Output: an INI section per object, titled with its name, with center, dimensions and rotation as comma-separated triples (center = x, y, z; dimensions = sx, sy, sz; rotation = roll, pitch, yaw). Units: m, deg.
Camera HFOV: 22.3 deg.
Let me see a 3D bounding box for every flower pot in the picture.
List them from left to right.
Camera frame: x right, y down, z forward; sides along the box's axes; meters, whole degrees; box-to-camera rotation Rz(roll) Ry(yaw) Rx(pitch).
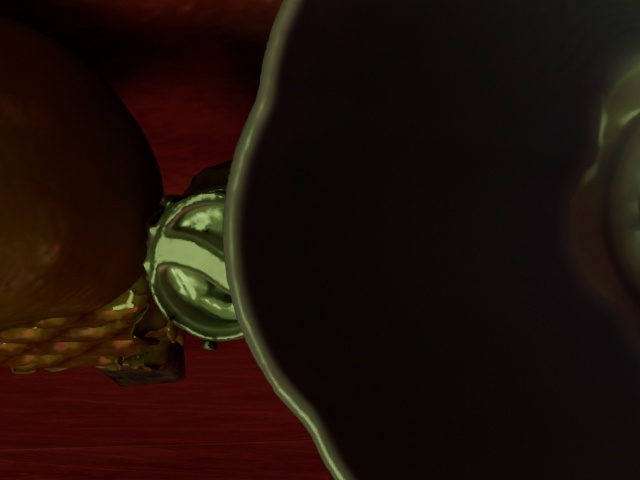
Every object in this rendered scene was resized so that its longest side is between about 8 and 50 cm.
[flower pot]
center = 0.139, -0.010, 0.642
dimensions = 0.265, 0.265, 0.243
rotation = -12, 173, 33

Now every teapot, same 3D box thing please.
[teapot]
center = 0.000, 0.000, 0.781
dimensions = 0.107, 0.077, 0.200
rotation = 17, -164, 16

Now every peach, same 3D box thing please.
[peach]
center = -0.195, -0.016, 0.733
dimensions = 0.251, 0.153, 0.251
rotation = 2, 169, 0

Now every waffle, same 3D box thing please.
[waffle]
center = -0.242, 0.050, 1.121
dimensions = 0.302, 0.068, 0.325
rotation = -5, 166, 13

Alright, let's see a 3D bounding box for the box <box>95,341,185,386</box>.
[box]
center = -0.149, 0.090, 1.333
dimensions = 0.062, 0.045, 0.098
rotation = -5, 164, 7
